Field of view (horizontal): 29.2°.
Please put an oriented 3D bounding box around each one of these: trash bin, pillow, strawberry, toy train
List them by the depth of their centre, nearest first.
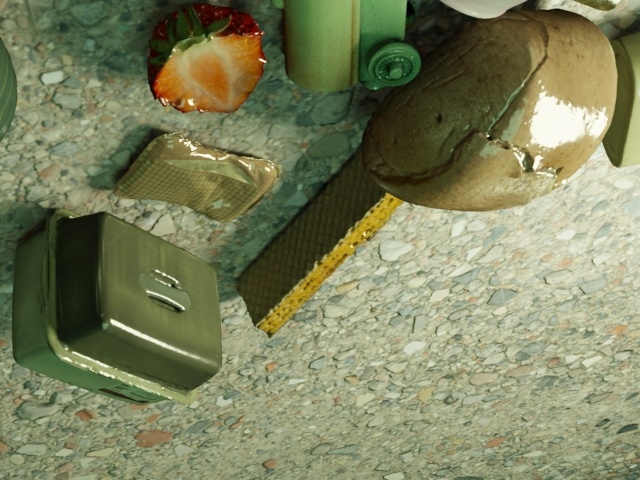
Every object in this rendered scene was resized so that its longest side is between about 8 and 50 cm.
[{"bbox_3d":[0.031,-0.278,1.385,0.177,0.116,0.285,-3,146,-1],"label":"toy train"},{"bbox_3d":[-0.128,-0.211,1.418,0.146,0.082,0.187,-17,152,6],"label":"strawberry"},{"bbox_3d":[-0.157,-0.081,1.623,0.211,0.034,0.135,13,133,-40],"label":"pillow"},{"bbox_3d":[0.521,-0.213,1.690,0.247,0.121,0.243,-13,146,-4],"label":"trash bin"}]

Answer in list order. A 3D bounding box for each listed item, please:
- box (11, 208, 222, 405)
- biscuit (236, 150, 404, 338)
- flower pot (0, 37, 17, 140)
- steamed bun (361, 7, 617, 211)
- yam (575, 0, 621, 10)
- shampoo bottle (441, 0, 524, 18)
[{"bbox_3d":[-0.270,0.094,1.655,0.166,0.221,0.290,-23,148,28],"label":"box"},{"bbox_3d":[0.000,0.000,1.759,0.054,0.094,0.379,7,139,-42],"label":"biscuit"},{"bbox_3d":[-0.418,-0.174,1.261,0.189,0.157,0.243,-24,145,5],"label":"flower pot"},{"bbox_3d":[0.220,-0.137,1.530,0.251,0.199,0.301,-14,156,-47],"label":"steamed bun"},{"bbox_3d":[0.258,-0.330,1.456,0.274,0.061,0.061,10,136,-34],"label":"yam"},{"bbox_3d":[0.184,-0.373,1.168,0.273,0.273,0.266,16,141,-40],"label":"shampoo bottle"}]
